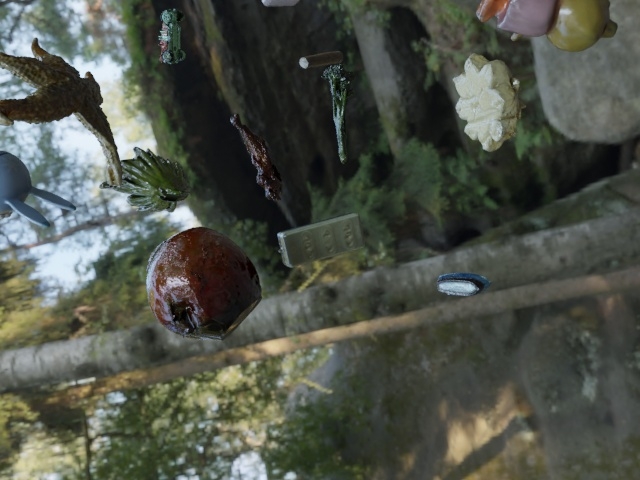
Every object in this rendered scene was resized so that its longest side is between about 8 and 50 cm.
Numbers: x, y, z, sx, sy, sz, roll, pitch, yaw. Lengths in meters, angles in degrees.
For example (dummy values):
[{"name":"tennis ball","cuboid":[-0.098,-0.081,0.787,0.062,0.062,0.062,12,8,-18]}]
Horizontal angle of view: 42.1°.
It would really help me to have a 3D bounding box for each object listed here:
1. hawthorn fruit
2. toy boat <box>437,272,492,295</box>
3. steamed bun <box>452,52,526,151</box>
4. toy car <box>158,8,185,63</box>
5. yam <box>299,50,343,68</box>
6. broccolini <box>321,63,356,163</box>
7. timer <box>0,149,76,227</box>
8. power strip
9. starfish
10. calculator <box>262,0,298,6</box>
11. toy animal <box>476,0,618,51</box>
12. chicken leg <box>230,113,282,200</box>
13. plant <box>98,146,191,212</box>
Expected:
[{"name":"hawthorn fruit","cuboid":[-0.298,0.118,2.142,0.316,0.316,0.315,-13,-90,-77]},{"name":"toy boat","cuboid":[0.352,0.107,2.040,0.061,0.137,0.060,-26,-72,-49]},{"name":"steamed bun","cuboid":[0.535,-0.441,2.571,0.295,0.137,0.292,-124,25,-44]},{"name":"toy car","cuboid":[-0.397,-0.542,2.208,0.073,0.054,0.143,-38,-46,-62]},{"name":"yam","cuboid":[0.002,-0.423,1.946,0.145,0.032,0.032,-25,-77,-51]},{"name":"broccolini","cuboid":[0.052,-0.261,1.702,0.074,0.058,0.201,-7,-95,-44]},{"name":"timer","cuboid":[-0.753,-0.106,2.029,0.255,0.175,0.175,46,-161,-7]},{"name":"power strip","cuboid":[0.000,0.000,2.396,0.070,0.257,0.105,-169,65,-69]},{"name":"starfish","cuboid":[-0.419,-0.227,1.336,0.327,0.094,0.375,50,-162,-1]},{"name":"calculator","cuboid":[-0.090,-0.652,2.189,0.175,0.100,0.032,170,93,-68]},{"name":"toy animal","cuboid":[0.487,-0.486,1.744,0.169,0.281,0.195,-85,11,-47]},{"name":"chicken leg","cuboid":[-0.138,-0.191,1.908,0.219,0.048,0.089,68,-159,1]},{"name":"plant","cuboid":[-0.419,-0.111,2.233,0.251,0.180,0.333,9,-157,-40]}]
